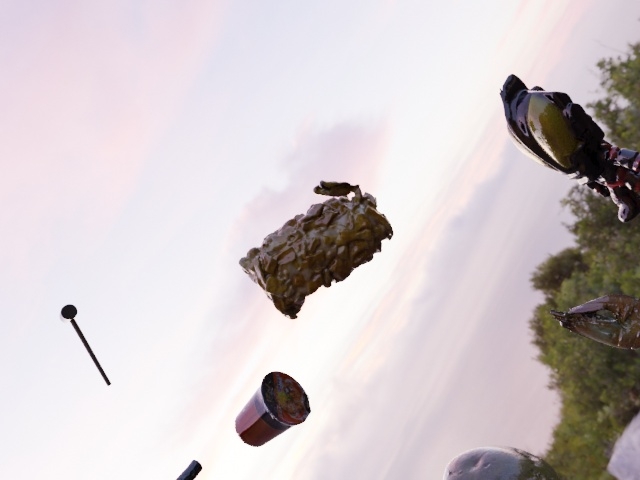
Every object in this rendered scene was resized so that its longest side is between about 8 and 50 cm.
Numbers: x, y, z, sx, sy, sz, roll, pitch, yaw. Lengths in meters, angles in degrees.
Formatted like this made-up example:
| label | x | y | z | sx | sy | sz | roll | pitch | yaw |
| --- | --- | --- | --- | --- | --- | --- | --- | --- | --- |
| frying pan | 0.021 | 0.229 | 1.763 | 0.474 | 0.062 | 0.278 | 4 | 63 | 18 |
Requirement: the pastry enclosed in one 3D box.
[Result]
| label | x | y | z | sx | sy | sz | roll | pitch | yaw |
| --- | --- | --- | --- | --- | --- | --- | --- | --- | --- |
| pastry | 0.000 | 0.000 | 0.959 | 0.250 | 0.154 | 0.102 | -39 | 8 | -7 |

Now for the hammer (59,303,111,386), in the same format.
| label | x | y | z | sx | sy | sz | roll | pitch | yaw |
| --- | --- | --- | --- | --- | --- | --- | --- | --- | --- |
| hammer | -0.282 | 0.128 | 0.735 | 0.019 | 0.110 | 0.035 | -32 | 1 | -29 |

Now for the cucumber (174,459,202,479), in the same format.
| label | x | y | z | sx | sy | sz | roll | pitch | yaw |
| --- | --- | --- | --- | --- | --- | --- | --- | --- | --- |
| cucumber | -0.286 | 0.495 | 1.204 | 0.133 | 0.032 | 0.032 | -45 | -23 | -50 |

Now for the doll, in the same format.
| label | x | y | z | sx | sy | sz | roll | pitch | yaw |
| --- | --- | --- | --- | --- | --- | --- | --- | --- | --- |
| doll | 0.325 | -0.118 | 0.768 | 0.088 | 0.249 | 0.127 | -52 | 4 | -37 |

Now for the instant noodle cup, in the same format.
| label | x | y | z | sx | sy | sz | roll | pitch | yaw |
| --- | --- | --- | --- | --- | --- | --- | --- | --- | --- |
| instant noodle cup | -0.109 | 0.361 | 1.267 | 0.135 | 0.127 | 0.127 | -47 | -5 | 29 |

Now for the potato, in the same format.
| label | x | y | z | sx | sy | sz | roll | pitch | yaw |
| --- | --- | --- | --- | --- | --- | --- | --- | --- | --- |
| potato | 0.335 | 0.467 | 1.127 | 0.178 | 0.235 | 0.160 | 6 | -92 | -37 |

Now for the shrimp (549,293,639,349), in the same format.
| label | x | y | z | sx | sy | sz | roll | pitch | yaw |
| --- | --- | --- | --- | --- | --- | --- | --- | --- | --- |
| shrimp | 0.744 | 0.207 | 1.593 | 0.061 | 0.267 | 0.145 | -36 | -48 | -65 |
